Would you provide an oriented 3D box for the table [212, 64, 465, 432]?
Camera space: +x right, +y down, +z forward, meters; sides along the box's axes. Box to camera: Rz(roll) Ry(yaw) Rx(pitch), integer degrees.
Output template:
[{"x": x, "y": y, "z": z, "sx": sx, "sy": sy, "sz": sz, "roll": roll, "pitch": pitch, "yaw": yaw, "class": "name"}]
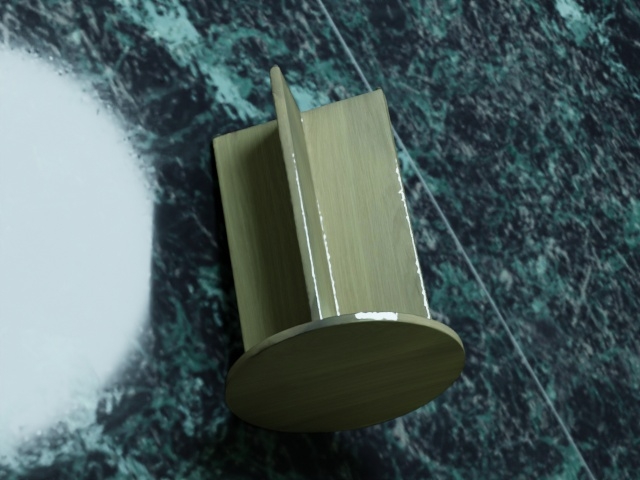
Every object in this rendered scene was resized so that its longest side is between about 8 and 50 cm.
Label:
[{"x": 0.000, "y": 0.000, "z": 1.220, "sx": 0.167, "sy": 0.167, "sz": 0.227, "roll": 9, "pitch": 55, "yaw": -30, "class": "table"}]
